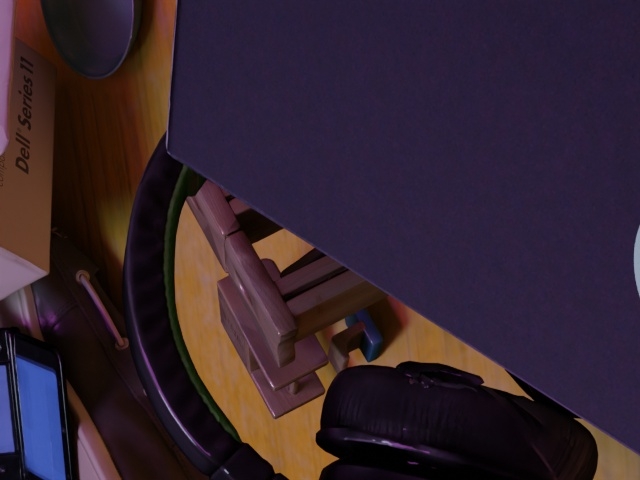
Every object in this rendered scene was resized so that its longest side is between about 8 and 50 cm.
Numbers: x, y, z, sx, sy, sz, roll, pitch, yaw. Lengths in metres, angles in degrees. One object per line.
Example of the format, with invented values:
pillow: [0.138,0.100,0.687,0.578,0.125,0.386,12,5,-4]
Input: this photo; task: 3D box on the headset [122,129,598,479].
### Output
headset: [0.097,0.056,0.620,0.394,0.243,0.185,36,162,0]

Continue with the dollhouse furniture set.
dollhouse furniture set: [0.000,0.000,0.819,0.129,0.129,0.183,60,168,17]

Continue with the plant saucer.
plant saucer: [-0.160,-0.175,0.994,0.119,0.021,0.119,18,116,44]

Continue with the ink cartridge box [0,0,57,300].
ink cartridge box: [-0.306,-0.036,1.015,0.353,0.119,0.207,-27,49,27]

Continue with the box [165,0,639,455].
box: [0.153,-0.074,0.457,0.296,0.294,0.182,33,125,39]

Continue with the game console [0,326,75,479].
game console: [-0.233,0.130,1.010,0.071,0.107,0.122,-123,30,-75]

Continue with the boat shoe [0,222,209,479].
boat shoe: [-0.182,0.087,1.069,0.335,0.096,0.112,60,142,23]
